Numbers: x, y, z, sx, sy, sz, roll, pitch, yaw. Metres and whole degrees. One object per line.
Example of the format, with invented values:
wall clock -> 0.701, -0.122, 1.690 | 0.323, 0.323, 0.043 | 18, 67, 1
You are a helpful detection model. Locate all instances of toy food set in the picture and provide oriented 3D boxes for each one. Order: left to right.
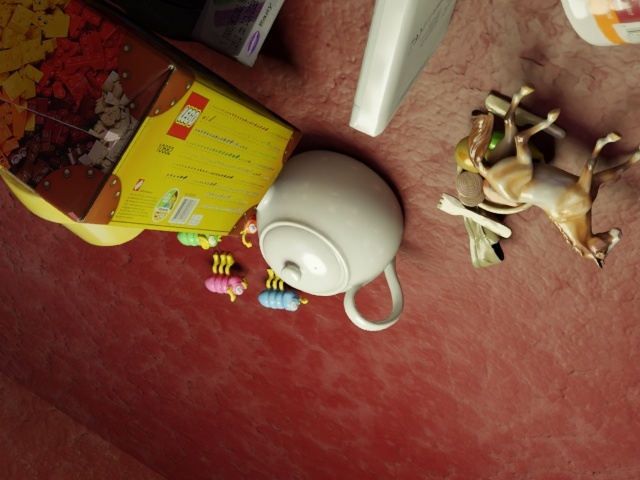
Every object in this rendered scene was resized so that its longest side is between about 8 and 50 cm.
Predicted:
toy food set -> 0.240, -0.090, 1.286 | 0.132, 0.038, 0.192 | 26, 125, 8

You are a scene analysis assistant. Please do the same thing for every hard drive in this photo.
hard drive -> 0.121, -0.310, 1.015 | 0.047, 0.233, 0.353 | 26, 142, 10

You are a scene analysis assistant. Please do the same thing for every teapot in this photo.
teapot -> 0.000, 0.000, 1.483 | 0.256, 0.187, 0.253 | 10, 137, 26

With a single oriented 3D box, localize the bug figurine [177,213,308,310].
bug figurine -> -0.150, 0.036, 1.726 | 0.216, 0.072, 0.279 | 1, 133, 35

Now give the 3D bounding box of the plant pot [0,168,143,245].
plant pot -> -0.387, -0.117, 1.613 | 0.254, 0.254, 0.239 | 20, 157, 17

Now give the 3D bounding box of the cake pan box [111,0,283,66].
cake pan box -> -0.143, -0.371, 1.144 | 0.245, 0.267, 0.070 | 28, -176, 11

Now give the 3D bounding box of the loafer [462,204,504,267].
loafer -> 0.242, -0.024, 1.391 | 0.050, 0.056, 0.148 | 0, 130, 21

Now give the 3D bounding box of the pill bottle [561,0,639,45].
pill bottle -> 0.419, -0.298, 0.820 | 0.392, 0.224, 0.224 | 1, 132, 35

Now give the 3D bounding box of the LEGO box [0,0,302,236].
LEGO box -> -0.277, -0.187, 1.190 | 0.372, 0.193, 0.500 | 35, -174, 11

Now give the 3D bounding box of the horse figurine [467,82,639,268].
horse figurine -> 0.292, -0.090, 1.215 | 0.263, 0.066, 0.174 | 23, 124, -7
